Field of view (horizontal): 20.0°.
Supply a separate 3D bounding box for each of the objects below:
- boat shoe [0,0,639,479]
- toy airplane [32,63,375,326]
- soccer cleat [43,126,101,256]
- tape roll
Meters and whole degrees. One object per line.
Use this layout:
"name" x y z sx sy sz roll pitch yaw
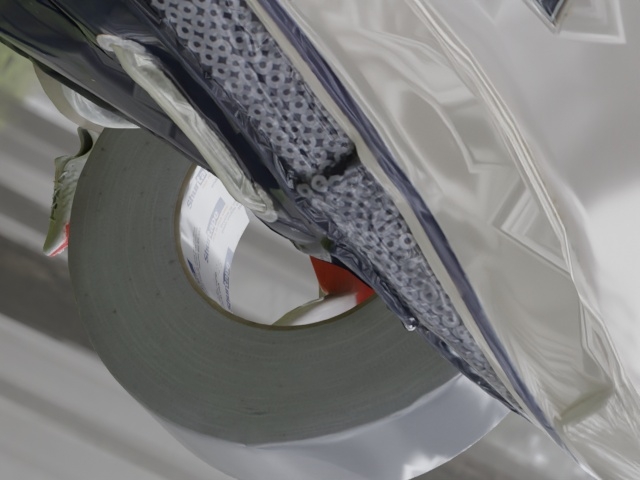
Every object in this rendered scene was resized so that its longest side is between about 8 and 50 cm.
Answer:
"boat shoe" 0.009 -0.050 0.457 0.158 0.340 0.127 1 -133 48
"toy airplane" 0.053 -0.086 1.054 0.272 0.384 0.386 -36 -166 39
"soccer cleat" -0.139 -0.028 1.012 0.029 0.035 0.083 -16 -140 51
"tape roll" 0.000 0.000 0.814 0.219 0.219 0.072 -67 155 -17
